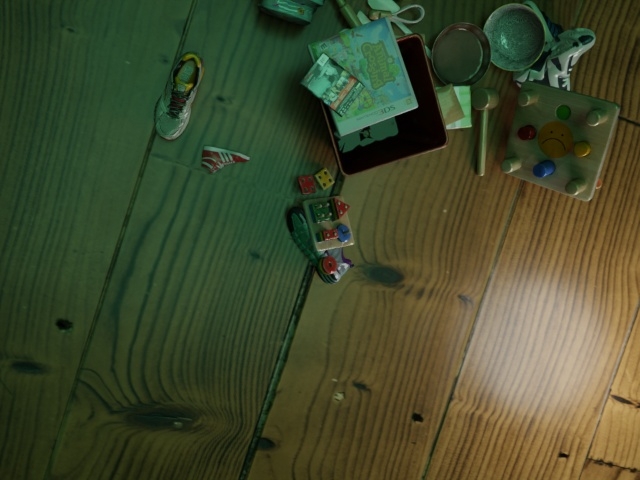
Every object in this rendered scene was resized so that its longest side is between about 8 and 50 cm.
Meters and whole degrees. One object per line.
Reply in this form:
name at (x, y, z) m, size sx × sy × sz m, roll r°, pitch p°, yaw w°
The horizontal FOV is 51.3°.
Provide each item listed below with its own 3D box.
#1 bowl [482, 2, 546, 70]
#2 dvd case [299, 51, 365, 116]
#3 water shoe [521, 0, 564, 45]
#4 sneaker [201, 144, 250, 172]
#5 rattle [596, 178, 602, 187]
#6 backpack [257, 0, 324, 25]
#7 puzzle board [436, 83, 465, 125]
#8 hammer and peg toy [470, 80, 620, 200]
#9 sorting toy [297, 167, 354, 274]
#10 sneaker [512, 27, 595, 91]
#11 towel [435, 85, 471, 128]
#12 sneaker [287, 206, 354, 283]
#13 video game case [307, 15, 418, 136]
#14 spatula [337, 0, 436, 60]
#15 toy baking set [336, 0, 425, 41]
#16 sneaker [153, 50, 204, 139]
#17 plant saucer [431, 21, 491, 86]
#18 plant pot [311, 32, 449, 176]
bowl at (0.520, -0.538, 1.749) m, size 0.080 × 0.170 × 0.170 m, roll -33°, pitch 104°, yaw -46°
dvd case at (0.027, -0.341, 1.459) m, size 0.119 × 0.013 × 0.087 m, roll 36°, pitch 91°, yaw -12°
water shoe at (0.605, -0.562, 1.796) m, size 0.080 × 0.073 × 0.203 m, roll -44°, pitch 106°, yaw -27°
sneaker at (-0.239, -0.195, 1.669) m, size 0.118 × 0.042 × 0.067 m, roll 11°, pitch 89°, yaw -4°
rattle at (0.701, -0.244, 1.854) m, size 0.200 × 0.143 × 0.130 m, roll 25°, pitch 125°, yaw -24°
backpack at (-0.066, -0.598, 1.589) m, size 0.166 × 0.188 × 0.144 m, roll 15°, pitch 92°, yaw -13°
puzzle board at (0.302, -0.341, 1.746) m, size 0.128 × 0.011 × 0.096 m, roll -24°, pitch 100°, yaw 3°
hammer and peg toy at (0.563, -0.270, 1.732) m, size 0.127 × 0.361 × 0.266 m, roll -22°, pitch 128°, yaw -44°
sorting toy at (0.029, -0.057, 1.691) m, size 0.132 × 0.046 × 0.274 m, roll -10°, pitch 84°, yaw -40°
sneaker at (0.640, -0.444, 1.744) m, size 0.153 × 0.235 × 0.094 m, roll 33°, pitch 48°, yaw -24°
towel at (0.322, -0.350, 1.763) m, size 0.152 × 0.023 × 0.113 m, roll -3°, pitch 100°, yaw -1°
sneaker at (0.000, 0.000, 1.733) m, size 0.098 × 0.083 × 0.223 m, roll -36°, pitch 100°, yaw -34°
video game case at (0.095, -0.365, 1.485) m, size 0.193 × 0.023 × 0.212 m, roll -21°, pitch 99°, yaw -5°
spatula at (0.183, -0.510, 1.734) m, size 0.242 × 0.019 × 0.168 m, roll 41°, pitch 86°, yaw -12°
toy baking set at (0.157, -0.587, 1.695) m, size 0.197 × 0.030 × 0.256 m, roll -32°, pitch 99°, yaw -6°
sneaker at (-0.346, -0.353, 1.607) m, size 0.088 × 0.093 × 0.225 m, roll 17°, pitch 93°, yaw -12°
plant saucer at (0.368, -0.487, 1.759) m, size 0.168 × 0.029 × 0.168 m, roll -3°, pitch 105°, yaw -12°
plant pot at (0.121, -0.321, 1.626) m, size 0.267 × 0.236 × 0.267 m, roll -18°, pitch 99°, yaw -6°
